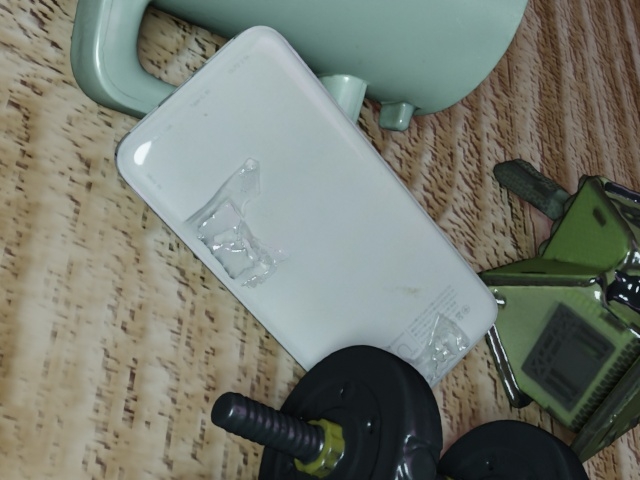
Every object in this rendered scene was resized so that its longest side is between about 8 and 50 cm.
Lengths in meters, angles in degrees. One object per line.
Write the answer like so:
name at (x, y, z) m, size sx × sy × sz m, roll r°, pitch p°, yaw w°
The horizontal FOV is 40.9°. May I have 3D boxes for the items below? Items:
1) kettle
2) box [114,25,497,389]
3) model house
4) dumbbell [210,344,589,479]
kettle at (-0.025, -0.213, 0.673) m, size 0.318 × 0.265 × 0.205 m, roll 14°, pitch 27°, yaw -38°
box at (0.000, 0.000, 0.601) m, size 0.142 × 0.044 × 0.285 m, roll -43°, pitch 108°, yaw -7°
model house at (0.221, 0.028, 0.789) m, size 0.218 × 0.205 × 0.279 m, roll -12°, pitch 47°, yaw -47°
dumbbell at (0.069, 0.164, 0.558) m, size 0.325 × 0.143 × 0.143 m, roll 29°, pitch 50°, yaw -29°
